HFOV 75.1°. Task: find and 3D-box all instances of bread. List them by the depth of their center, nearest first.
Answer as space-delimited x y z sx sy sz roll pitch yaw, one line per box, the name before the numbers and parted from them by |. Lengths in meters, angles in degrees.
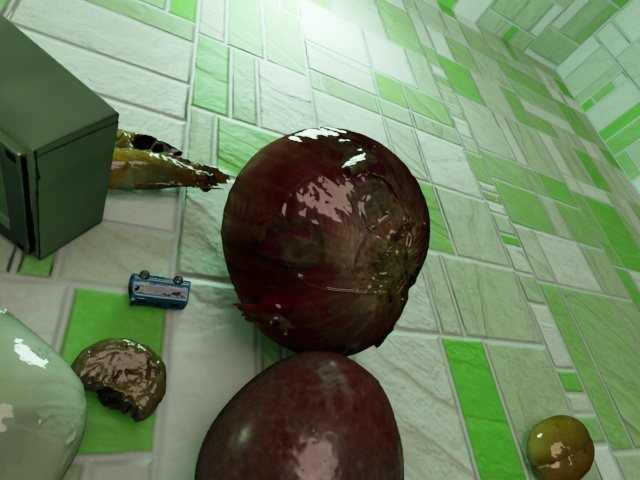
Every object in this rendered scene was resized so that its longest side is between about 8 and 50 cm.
bread | -0.244 0.167 0.514 0.113 0.060 0.082 36 46 -9
bread | 0.478 0.404 0.813 0.189 0.077 0.114 -7 58 -34

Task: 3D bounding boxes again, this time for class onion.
onion | 0.010 0.006 0.635 0.353 0.353 0.354 18 50 -22

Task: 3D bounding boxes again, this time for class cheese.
cheese | -0.325 0.176 0.390 0.189 0.154 0.198 39 48 -9

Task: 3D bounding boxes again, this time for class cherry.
cherry | -0.018 0.269 0.477 0.285 0.213 0.236 -54 126 -24

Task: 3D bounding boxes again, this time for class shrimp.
shrimp | -0.300 -0.140 0.710 0.287 0.063 0.152 4 41 -33

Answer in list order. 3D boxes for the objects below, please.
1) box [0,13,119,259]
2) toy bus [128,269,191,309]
box | -0.392 -0.126 0.515 0.225 0.225 0.117 40 45 -1
toy bus | -0.234 0.074 0.604 0.083 0.038 0.046 12 56 -26
